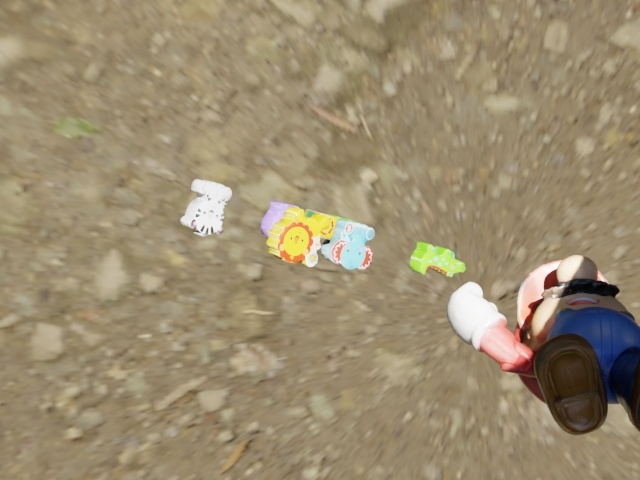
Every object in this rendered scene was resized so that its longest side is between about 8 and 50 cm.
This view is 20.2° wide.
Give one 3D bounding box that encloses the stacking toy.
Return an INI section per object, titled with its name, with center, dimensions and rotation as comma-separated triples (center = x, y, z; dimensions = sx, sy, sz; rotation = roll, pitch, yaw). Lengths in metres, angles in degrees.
[stacking toy]
center = 0.000, 0.000, 1.664
dimensions = 0.221, 0.167, 0.052
rotation = 14, 93, -39

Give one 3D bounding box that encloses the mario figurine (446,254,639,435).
[mario figurine]
center = 0.231, 0.071, 1.574
dimensions = 0.198, 0.320, 0.170
rotation = 36, 94, -6
